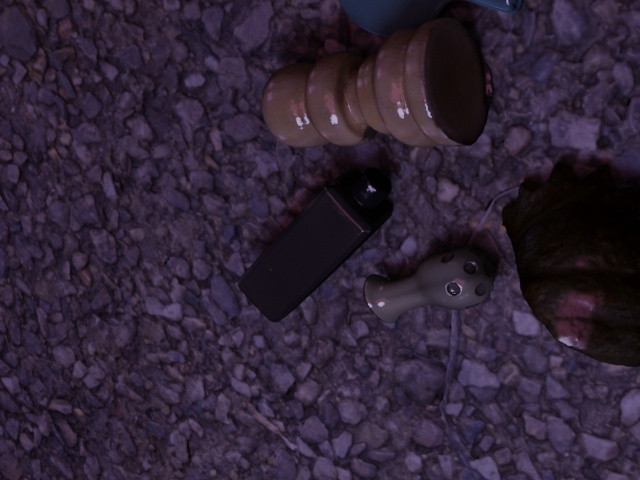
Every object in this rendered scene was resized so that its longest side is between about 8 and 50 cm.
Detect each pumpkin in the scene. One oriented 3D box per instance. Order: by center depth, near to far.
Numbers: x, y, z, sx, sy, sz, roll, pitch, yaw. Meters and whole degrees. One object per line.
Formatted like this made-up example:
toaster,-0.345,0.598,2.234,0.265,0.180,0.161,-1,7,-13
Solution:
pumpkin,0.296,0.023,1.151,0.254,0.149,0.130,36,132,14

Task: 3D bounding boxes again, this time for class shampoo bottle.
shampoo bottle,0.000,0.000,1.352,0.079,0.080,0.246,47,126,4

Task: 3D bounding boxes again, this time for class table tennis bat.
table tennis bat,0.113,-0.290,1.194,0.237,0.038,0.149,18,117,28

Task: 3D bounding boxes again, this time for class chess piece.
chess piece,0.048,-0.159,1.233,0.261,0.142,0.143,-6,107,37

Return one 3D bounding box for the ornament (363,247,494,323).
ornament,0.134,0.051,1.302,0.156,0.081,0.075,-20,133,38
